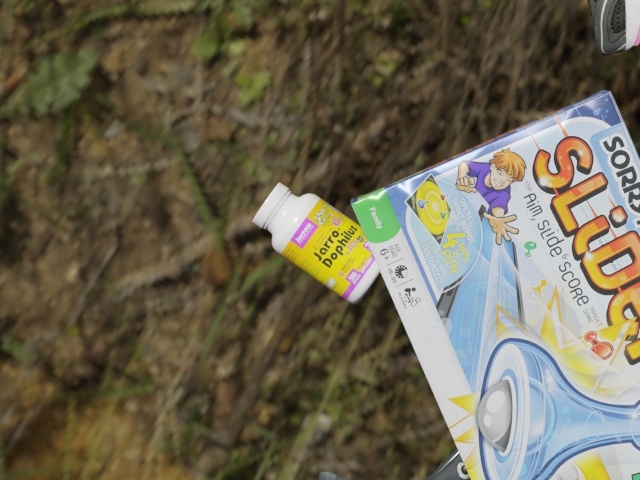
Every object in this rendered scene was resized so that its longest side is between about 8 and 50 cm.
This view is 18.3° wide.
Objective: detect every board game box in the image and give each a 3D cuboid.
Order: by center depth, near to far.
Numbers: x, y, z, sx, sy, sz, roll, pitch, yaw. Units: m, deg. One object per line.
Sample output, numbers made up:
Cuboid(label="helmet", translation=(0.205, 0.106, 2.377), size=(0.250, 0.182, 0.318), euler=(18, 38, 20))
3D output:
Cuboid(label="board game box", translation=(0.116, 0.046, 0.961), size=(0.136, 0.035, 0.201), euler=(-24, 94, 3))

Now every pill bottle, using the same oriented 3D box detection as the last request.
Cuboid(label="pill bottle", translation=(0.000, 0.000, 1.231), size=(0.083, 0.043, 0.043), euler=(34, 128, 1))

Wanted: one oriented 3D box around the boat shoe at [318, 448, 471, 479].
Cuboid(label="boat shoe", translation=(0.045, 0.204, 1.410), size=(0.340, 0.127, 0.113), euler=(-29, 84, -6))

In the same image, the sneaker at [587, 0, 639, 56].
Cuboid(label="sneaker", translation=(0.126, -0.180, 1.014), size=(0.077, 0.072, 0.178), euler=(-10, 88, 16))
